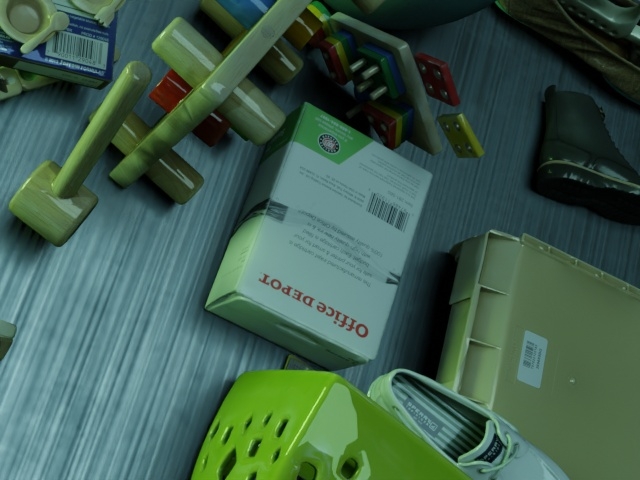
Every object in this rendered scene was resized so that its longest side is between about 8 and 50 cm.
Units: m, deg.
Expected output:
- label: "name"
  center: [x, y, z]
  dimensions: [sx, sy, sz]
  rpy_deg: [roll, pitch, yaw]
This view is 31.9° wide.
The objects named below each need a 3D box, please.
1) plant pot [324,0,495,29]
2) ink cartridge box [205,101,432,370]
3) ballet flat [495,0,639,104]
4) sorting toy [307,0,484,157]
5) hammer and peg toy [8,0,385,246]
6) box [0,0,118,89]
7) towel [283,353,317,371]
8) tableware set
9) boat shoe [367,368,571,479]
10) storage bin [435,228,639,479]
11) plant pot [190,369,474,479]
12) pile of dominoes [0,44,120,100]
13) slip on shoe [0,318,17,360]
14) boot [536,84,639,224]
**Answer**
- label: "plant pot"
  center: [0.132, -0.354, 1.162]
  dimensions: [0.290, 0.195, 0.290]
  rpy_deg: [-9, 111, -25]
- label: "ink cartridge box"
  center: [0.000, 0.000, 1.120]
  dimensions: [0.160, 0.093, 0.219]
  rpy_deg: [29, 65, -18]
- label: "ballet flat"
  center: [0.372, -0.264, 1.375]
  dimensions: [0.342, 0.124, 0.116]
  rpy_deg: [29, 65, -19]
- label: "sorting toy"
  center: [0.059, -0.150, 1.142]
  dimensions: [0.046, 0.274, 0.132]
  rpy_deg: [-35, 128, -15]
- label: "hammer and peg toy"
  center: [-0.100, -0.133, 1.003]
  dimensions: [0.127, 0.266, 0.361]
  rpy_deg: [43, 60, -11]
- label: "box"
  center: [-0.252, -0.262, 1.036]
  dimensions: [0.137, 0.036, 0.225]
  rpy_deg: [11, 74, -29]
- label: "towel"
  center: [-0.010, 0.158, 1.119]
  dimensions: [0.083, 0.009, 0.060]
  rpy_deg: [35, 62, -15]
- label: "tableware set"
  center: [-0.255, -0.251, 0.998]
  dimensions: [0.141, 0.020, 0.168]
  rpy_deg: [-44, 102, -31]
- label: "boat shoe"
  center: [0.141, 0.195, 1.018]
  dimensions: [0.226, 0.076, 0.083]
  rpy_deg: [29, 68, 3]
- label: "storage bin"
  center: [0.231, 0.157, 1.184]
  dimensions: [0.260, 0.123, 0.262]
  rpy_deg: [24, 66, -20]
- label: "plant pot"
  center: [-0.005, 0.259, 0.974]
  dimensions: [0.227, 0.228, 0.207]
  rpy_deg: [40, 69, -14]
- label: "pile of dominoes"
  center: [-0.303, -0.232, 1.028]
  dimensions: [0.251, 0.040, 0.195]
  rpy_deg: [-29, 94, -41]
- label: "slip on shoe"
  center: [-0.329, 0.068, 0.954]
  dimensions: [0.135, 0.051, 0.041]
  rpy_deg: [27, 77, -26]
- label: "boot"
  center: [0.354, -0.104, 1.355]
  dimensions: [0.198, 0.077, 0.137]
  rpy_deg: [18, 63, -24]
